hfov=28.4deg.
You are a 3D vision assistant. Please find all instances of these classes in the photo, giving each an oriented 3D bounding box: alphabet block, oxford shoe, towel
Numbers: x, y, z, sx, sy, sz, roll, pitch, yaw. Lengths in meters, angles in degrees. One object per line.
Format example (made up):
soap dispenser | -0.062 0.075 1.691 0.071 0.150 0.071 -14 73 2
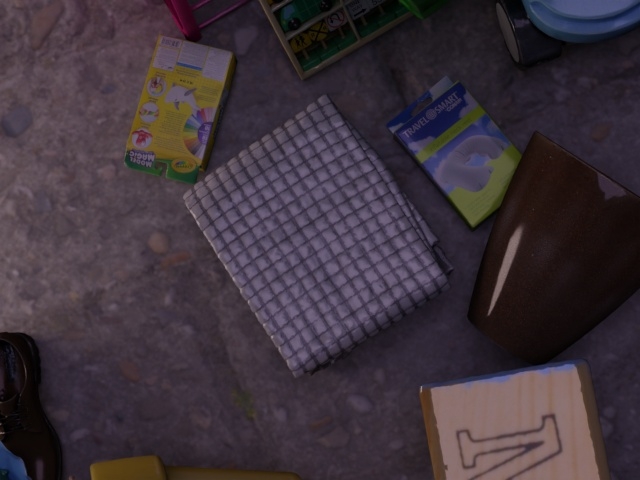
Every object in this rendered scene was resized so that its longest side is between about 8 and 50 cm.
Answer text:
alphabet block | 0.224 0.251 1.452 0.193 0.192 0.197 -10 80 5
oxford shoe | -0.379 0.224 1.557 0.083 0.096 0.227 -16 82 1
towel | 0.000 0.000 1.547 0.235 0.121 0.283 -34 79 -2

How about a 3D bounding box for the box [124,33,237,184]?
box | -0.180 -0.165 1.623 0.105 0.043 0.179 15 81 7

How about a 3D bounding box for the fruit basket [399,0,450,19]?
fruit basket | 0.108 -0.459 1.254 0.392 0.283 0.392 0 92 9

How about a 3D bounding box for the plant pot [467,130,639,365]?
plant pot | 0.279 0.024 1.487 0.215 0.215 0.230 35 100 9

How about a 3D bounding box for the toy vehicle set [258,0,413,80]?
toy vehicle set | 0.054 -0.334 1.572 0.267 0.166 0.035 -31 41 0

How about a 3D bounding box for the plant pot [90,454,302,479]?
plant pot | -0.131 0.363 1.450 0.239 0.254 0.254 -8 81 -11

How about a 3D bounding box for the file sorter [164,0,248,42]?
file sorter | -0.153 -0.411 1.534 0.182 0.290 0.202 -32 80 -3

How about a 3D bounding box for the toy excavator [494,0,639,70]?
toy excavator | 0.275 -0.457 1.421 0.222 0.445 0.432 -19 81 2

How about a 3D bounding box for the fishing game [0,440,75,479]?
fishing game | -0.428 0.325 1.543 0.264 0.041 0.189 19 108 12

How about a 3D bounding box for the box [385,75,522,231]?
box | 0.175 -0.114 1.583 0.109 0.042 0.178 -39 81 -2
